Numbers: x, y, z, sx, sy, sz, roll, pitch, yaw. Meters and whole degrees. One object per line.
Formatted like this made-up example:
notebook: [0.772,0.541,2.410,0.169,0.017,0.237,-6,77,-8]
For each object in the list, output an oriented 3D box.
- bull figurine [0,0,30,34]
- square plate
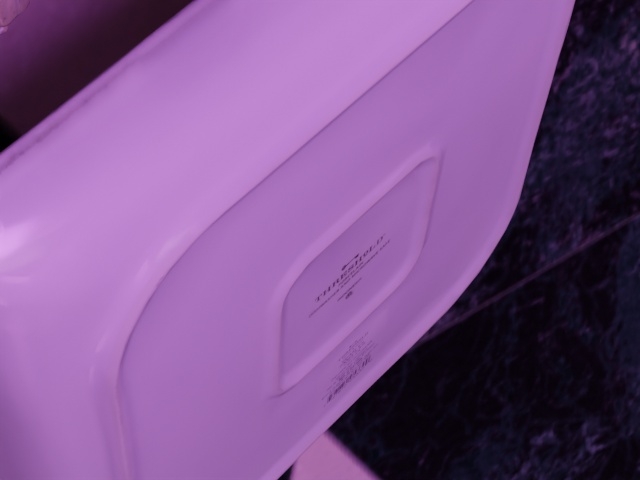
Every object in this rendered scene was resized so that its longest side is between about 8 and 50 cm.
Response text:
bull figurine: [-0.177,-0.075,0.512,0.101,0.188,0.310,-44,147,-59]
square plate: [0.000,0.000,0.615,0.347,0.049,0.344,-42,157,-26]
